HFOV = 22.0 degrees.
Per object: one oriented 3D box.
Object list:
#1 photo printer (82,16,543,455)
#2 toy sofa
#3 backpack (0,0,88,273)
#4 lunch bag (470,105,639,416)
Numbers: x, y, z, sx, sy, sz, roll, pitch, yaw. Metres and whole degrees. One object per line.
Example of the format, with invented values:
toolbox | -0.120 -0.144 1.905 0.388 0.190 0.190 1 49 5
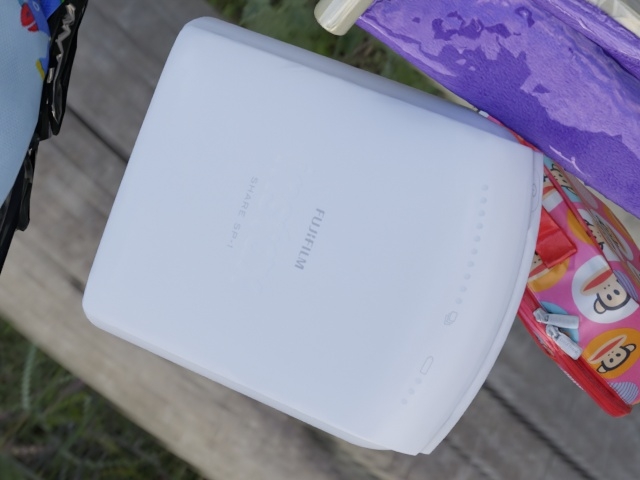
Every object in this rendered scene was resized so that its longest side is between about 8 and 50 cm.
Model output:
photo printer | 0.000 0.000 1.204 0.307 0.107 0.256 23 94 23
toy sofa | 0.180 -0.113 1.115 0.362 0.177 0.150 33 120 -20
backpack | -0.225 -0.019 0.543 0.355 0.290 0.273 -20 131 32
lunch bag | 0.216 0.003 1.530 0.120 0.293 0.258 -36 140 10
